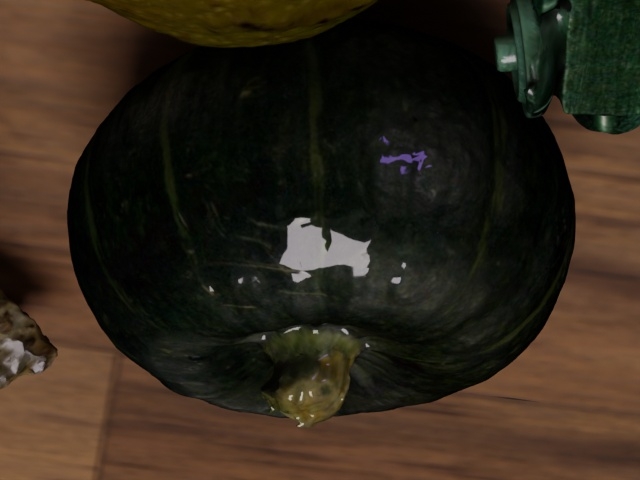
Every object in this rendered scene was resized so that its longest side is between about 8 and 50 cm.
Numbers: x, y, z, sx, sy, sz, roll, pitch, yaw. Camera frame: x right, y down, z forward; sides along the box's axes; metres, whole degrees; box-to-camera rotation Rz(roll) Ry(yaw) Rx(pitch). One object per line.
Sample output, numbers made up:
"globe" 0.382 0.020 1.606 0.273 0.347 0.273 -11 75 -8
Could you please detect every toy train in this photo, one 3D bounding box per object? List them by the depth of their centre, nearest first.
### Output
"toy train" 0.084 -0.108 0.549 0.071 0.111 0.170 0 143 3

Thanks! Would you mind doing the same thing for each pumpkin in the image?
"pumpkin" 0.000 -0.003 0.655 0.167 0.125 0.167 -15 170 -3

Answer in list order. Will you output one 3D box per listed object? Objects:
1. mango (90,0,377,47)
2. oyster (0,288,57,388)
"mango" -0.069 -0.147 0.469 0.329 0.175 0.176 43 169 -38
"oyster" -0.188 0.041 0.777 0.177 0.056 0.105 5 132 3
